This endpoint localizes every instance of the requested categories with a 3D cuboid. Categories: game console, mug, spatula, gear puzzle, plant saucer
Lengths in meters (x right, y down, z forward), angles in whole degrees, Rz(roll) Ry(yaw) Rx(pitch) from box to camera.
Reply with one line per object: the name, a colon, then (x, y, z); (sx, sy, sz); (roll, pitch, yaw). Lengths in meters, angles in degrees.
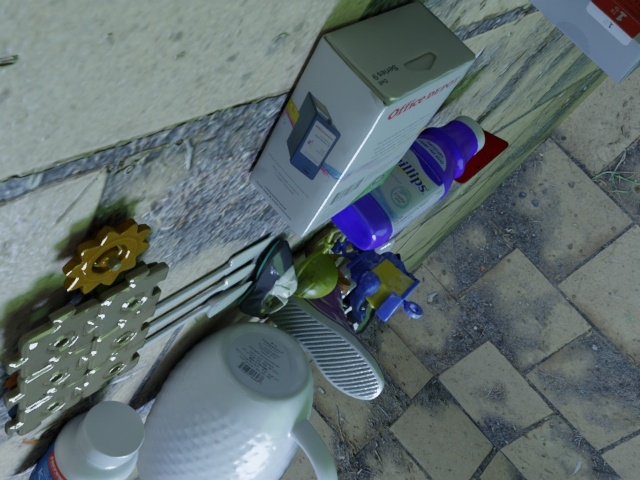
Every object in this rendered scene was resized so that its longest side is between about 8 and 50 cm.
game console: (0.315, -0.171, 1.504); (0.144, 0.085, 0.124); (-39, 169, -12)
mug: (-0.124, 0.344, 1.246); (0.276, 0.374, 0.328); (-27, 153, -50)
spatula: (-0.174, 0.089, 0.994); (0.242, 0.019, 0.168); (-33, 167, -39)
gear puzzle: (-0.241, 0.083, 0.696); (0.175, 0.044, 0.339); (-31, 162, -37)
plant saucer: (0.000, 0.000, 1.262); (0.083, 0.015, 0.083); (-39, 169, -9)

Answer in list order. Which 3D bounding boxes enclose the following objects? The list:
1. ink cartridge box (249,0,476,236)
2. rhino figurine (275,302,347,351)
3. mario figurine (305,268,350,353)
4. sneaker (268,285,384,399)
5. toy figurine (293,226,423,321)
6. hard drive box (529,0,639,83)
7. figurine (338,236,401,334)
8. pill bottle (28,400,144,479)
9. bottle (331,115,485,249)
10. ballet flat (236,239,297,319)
ink cartridge box: (0.038, -0.121, 0.710); (0.154, 0.093, 0.212); (-34, 168, -38)
rhino figurine: (-0.051, 0.184, 1.424); (0.243, 0.106, 0.073); (-25, -167, -18)
mario figurine: (-0.077, 0.188, 1.571); (0.198, 0.170, 0.320); (15, 120, -33)
sneaker: (0.036, 0.164, 1.326); (0.102, 0.282, 0.161); (-51, 167, 31)
toy figurine: (0.117, 0.062, 1.304); (0.191, 0.217, 0.362); (-46, 173, 29)
hard drive box: (0.409, -0.345, 0.885); (0.232, 0.181, 0.089); (-41, 169, -9)
figurine: (0.114, 0.081, 1.640); (0.209, 0.092, 0.215); (-51, -159, 22)
pill bottle: (-0.355, 0.337, 1.064); (0.124, 0.124, 0.221); (-27, 161, -53)
bottle: (0.142, -0.101, 1.080); (0.283, 0.118, 0.092); (-35, 167, -25)
ballet flat: (-0.075, 0.072, 1.132); (0.074, 0.074, 0.203); (-33, 166, -38)
